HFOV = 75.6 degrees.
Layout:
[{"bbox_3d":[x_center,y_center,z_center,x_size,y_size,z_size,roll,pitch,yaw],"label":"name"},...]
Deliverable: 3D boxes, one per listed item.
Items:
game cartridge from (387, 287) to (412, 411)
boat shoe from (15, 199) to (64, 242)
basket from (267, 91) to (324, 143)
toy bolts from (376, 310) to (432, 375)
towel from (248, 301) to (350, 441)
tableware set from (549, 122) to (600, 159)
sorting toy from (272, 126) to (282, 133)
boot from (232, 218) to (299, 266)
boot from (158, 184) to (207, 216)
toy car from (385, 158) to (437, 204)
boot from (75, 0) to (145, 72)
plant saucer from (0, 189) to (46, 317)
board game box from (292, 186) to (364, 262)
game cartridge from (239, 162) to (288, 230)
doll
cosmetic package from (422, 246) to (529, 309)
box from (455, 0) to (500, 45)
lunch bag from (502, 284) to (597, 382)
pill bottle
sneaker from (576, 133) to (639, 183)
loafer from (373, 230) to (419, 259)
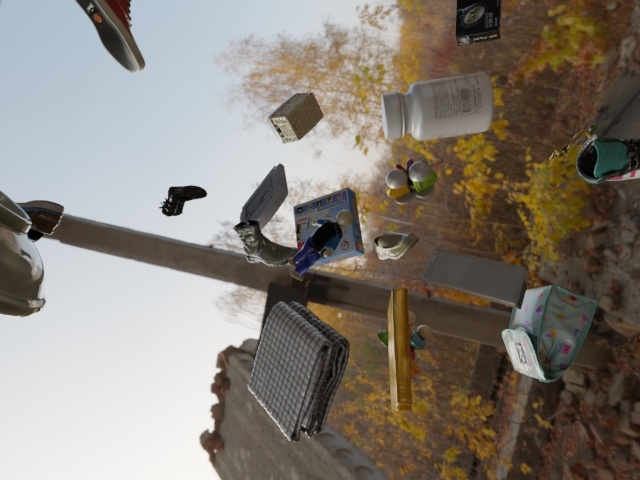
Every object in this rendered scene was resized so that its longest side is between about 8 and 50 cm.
[{"bbox_3d":[0.232,0.332,1.216,0.285,0.052,0.324,75,-165,-66],"label":"game cartridge"},{"bbox_3d":[-0.557,-0.033,0.780,0.066,0.183,0.066,26,-115,-49],"label":"boat shoe"},{"bbox_3d":[-0.082,-0.427,1.438,0.167,0.103,0.113,-49,-52,-24],"label":"basket"},{"bbox_3d":[0.362,0.391,1.587,0.158,0.218,0.228,-46,-36,6],"label":"toy bolts"},{"bbox_3d":[-0.055,0.329,1.067,0.121,0.235,0.284,6,-75,-41],"label":"towel"},{"bbox_3d":[0.815,-0.313,1.319,0.024,0.154,0.104,59,177,23],"label":"tableware set"},{"bbox_3d":[-0.181,-0.487,1.731,0.061,0.102,0.042,-38,-34,-16],"label":"sorting toy"},{"bbox_3d":[-0.202,0.004,1.467,0.083,0.246,0.161,-51,-49,-43],"label":"boot"},{"bbox_3d":[-0.401,-0.112,1.202,0.121,0.045,0.099,-5,-36,-39],"label":"boot"},{"bbox_3d":[0.317,-0.224,1.465,0.159,0.181,0.136,50,-150,-52],"label":"toy car"},{"bbox_3d":[-0.489,-0.568,1.038,0.176,0.088,0.244,-64,-38,-39],"label":"boot"},{"bbox_3d":[-0.512,-0.061,0.543,0.101,0.400,0.400,-50,-17,-17],"label":"plant saucer"},{"bbox_3d":[0.032,-0.052,1.907,0.086,0.308,0.302,20,-121,-56],"label":"board game box"},{"bbox_3d":[-0.231,-0.149,1.661,0.297,0.062,0.198,-46,40,29],"label":"game cartridge"},{"bbox_3d":[0.000,0.000,0.907,0.189,0.046,0.129,-45,35,25],"label":"doll"},{"bbox_3d":[0.413,0.098,1.090,0.127,0.237,0.107,25,-96,-54],"label":"cosmetic package"},{"bbox_3d":[0.561,-0.805,1.460,0.077,0.147,0.180,-1,-86,-63],"label":"box"},{"bbox_3d":[0.655,0.279,1.219,0.223,0.160,0.263,75,-143,-79],"label":"lunch bag"},{"bbox_3d":[0.257,-0.297,0.934,0.131,0.229,0.131,-7,-90,-83],"label":"pill bottle"},{"bbox_3d":[0.752,-0.208,0.995,0.295,0.178,0.124,170,98,-71],"label":"sneaker"},{"bbox_3d":[0.265,0.011,1.522,0.102,0.092,0.268,-40,3,-21],"label":"loafer"}]
